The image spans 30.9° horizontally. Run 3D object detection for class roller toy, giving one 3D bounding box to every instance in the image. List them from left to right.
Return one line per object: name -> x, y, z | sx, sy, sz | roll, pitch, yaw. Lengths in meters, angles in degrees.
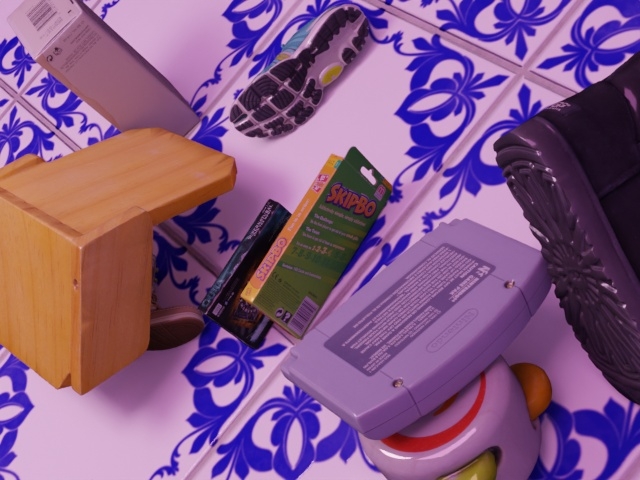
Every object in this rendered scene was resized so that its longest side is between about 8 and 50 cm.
roller toy -> 0.154, 0.216, 1.350 | 0.191, 0.146, 0.209 | 5, 55, 39

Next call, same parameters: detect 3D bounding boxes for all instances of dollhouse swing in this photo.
dollhouse swing -> -0.318, 0.015, 1.781 | 0.347, 0.305, 0.315 | 23, 116, 46

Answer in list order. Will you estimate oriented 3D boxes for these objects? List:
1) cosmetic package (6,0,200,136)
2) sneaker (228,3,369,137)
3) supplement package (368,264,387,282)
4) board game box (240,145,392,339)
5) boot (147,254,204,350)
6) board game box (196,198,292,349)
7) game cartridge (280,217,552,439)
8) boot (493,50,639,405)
cosmetic package -> -0.356, -0.283, 1.923 | 0.113, 0.309, 0.160 | -44, 45, 3
sneaker -> -0.035, -0.270, 1.853 | 0.275, 0.107, 0.110 | -43, 27, -2
supplement package -> 0.078, 0.142, 1.478 | 0.179, 0.105, 0.105 | -49, 44, -1
board game box -> 0.000, 0.000, 1.613 | 0.039, 0.124, 0.259 | 27, 79, 43
boot -> -0.266, 0.088, 1.782 | 0.213, 0.077, 0.165 | -16, 51, 27
board game box -> -0.082, 0.050, 1.638 | 0.026, 0.126, 0.186 | 25, 77, 42
game cartridge -> 0.117, 0.097, 1.335 | 0.297, 0.062, 0.198 | -39, 39, -17
boot -> 0.456, -0.074, 1.295 | 0.445, 0.367, 0.146 | -32, 19, -15
